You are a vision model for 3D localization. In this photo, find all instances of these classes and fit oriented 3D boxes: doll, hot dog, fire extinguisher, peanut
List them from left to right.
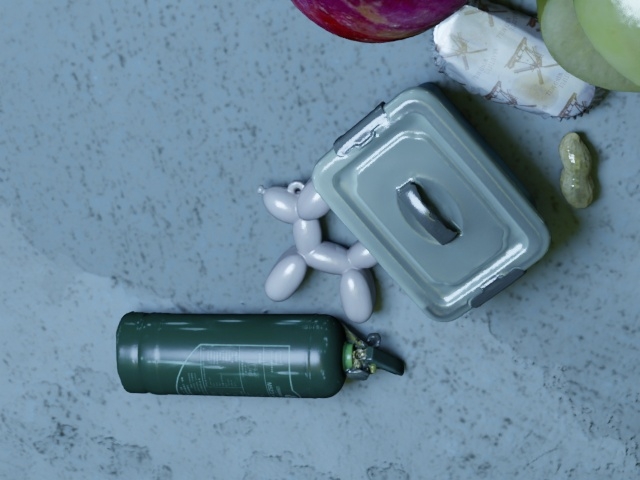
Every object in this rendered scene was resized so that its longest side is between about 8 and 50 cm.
[{"bbox_3d":[-0.067,0.131,1.528,0.311,0.095,0.114,-1,156,13],"label":"fire extinguisher"},{"bbox_3d":[0.000,0.000,1.477,0.161,0.059,0.160,16,114,5],"label":"doll"},{"bbox_3d":[0.199,-0.182,1.370,0.192,0.053,0.099,23,115,-2],"label":"hot dog"},{"bbox_3d":[0.266,-0.072,1.410,0.037,0.037,0.083,-2,107,12],"label":"peanut"}]

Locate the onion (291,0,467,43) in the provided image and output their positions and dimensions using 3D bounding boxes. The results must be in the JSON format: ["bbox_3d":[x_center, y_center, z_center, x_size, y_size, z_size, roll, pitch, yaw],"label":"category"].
[{"bbox_3d":[0.066,-0.301,1.255,0.272,0.230,0.256,18,115,-5],"label":"onion"}]

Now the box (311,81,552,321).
[{"bbox_3d":[0.118,-0.045,1.398,0.162,0.130,0.227,-38,99,22],"label":"box"}]

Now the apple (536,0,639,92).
[{"bbox_3d":[0.330,-0.244,1.194,0.254,0.292,0.292,4,114,-12],"label":"apple"}]
